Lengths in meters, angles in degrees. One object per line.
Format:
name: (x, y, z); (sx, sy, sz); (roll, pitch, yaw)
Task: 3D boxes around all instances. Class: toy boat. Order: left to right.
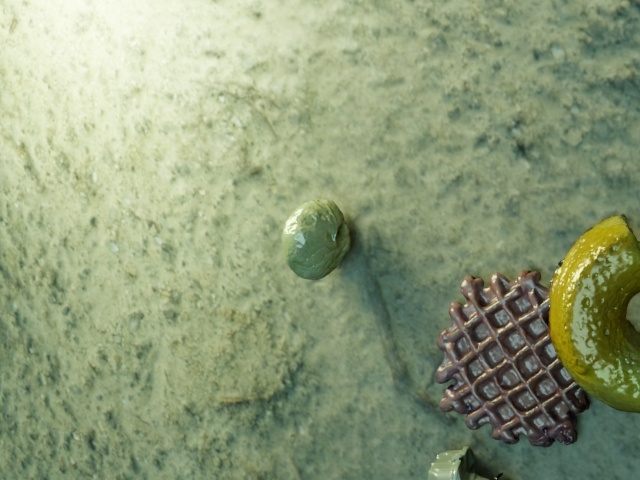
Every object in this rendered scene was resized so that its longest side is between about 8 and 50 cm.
toy boat: (0.208, 0.414, 1.586); (0.140, 0.141, 0.269); (-15, 91, 30)

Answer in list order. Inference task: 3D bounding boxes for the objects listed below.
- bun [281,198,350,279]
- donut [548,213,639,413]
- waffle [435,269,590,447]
bun: (0.000, 0.000, 1.655); (0.069, 0.115, 0.115); (7, 100, 37)
donut: (0.358, 0.114, 1.456); (0.152, 0.101, 0.259); (-26, 89, 11)
waffle: (0.255, 0.152, 1.563); (0.221, 0.055, 0.234); (15, 101, 24)
